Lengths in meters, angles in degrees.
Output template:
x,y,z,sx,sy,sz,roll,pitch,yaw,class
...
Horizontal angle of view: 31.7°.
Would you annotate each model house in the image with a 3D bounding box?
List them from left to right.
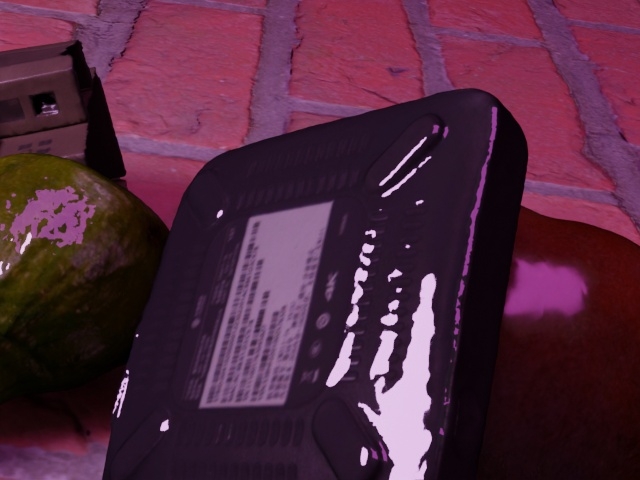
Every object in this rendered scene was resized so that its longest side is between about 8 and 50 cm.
x,y,z,sx,sy,sz,roll,pitch,yaw,class
-0.316,-0.070,1.014,0.243,0.204,0.211,-11,31,-1,model house

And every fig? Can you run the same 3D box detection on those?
x,y,z,sx,sy,sz,roll,pitch,yaw,class
-0.220,0.063,0.827,0.203,0.203,0.235,14,56,8,fig

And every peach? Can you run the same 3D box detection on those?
x,y,z,sx,sy,sz,roll,pitch,yaw,class
0.133,0.098,0.789,0.252,0.252,0.252,7,29,-4,peach

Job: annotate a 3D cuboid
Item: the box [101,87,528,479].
x,y,z,sx,sy,sz,roll,pitch,yaw,class
-0.010,0.053,0.720,0.289,0.290,0.073,-9,-32,43,box
